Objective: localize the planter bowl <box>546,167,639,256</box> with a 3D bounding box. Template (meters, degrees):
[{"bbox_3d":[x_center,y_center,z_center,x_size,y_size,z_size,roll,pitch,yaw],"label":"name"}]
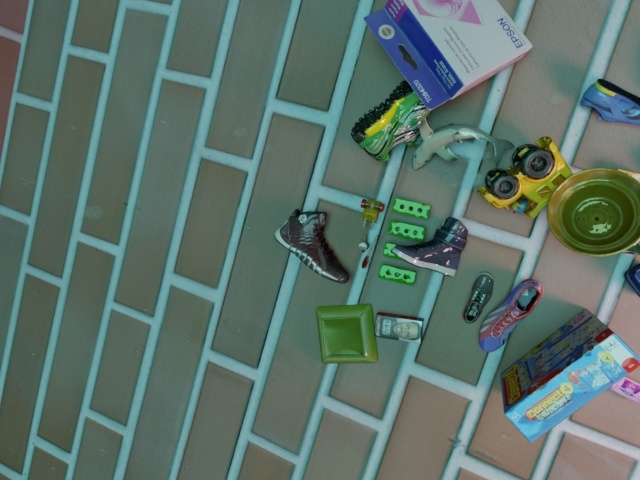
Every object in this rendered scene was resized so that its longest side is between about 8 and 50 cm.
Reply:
[{"bbox_3d":[0.679,-0.061,1.169,0.217,0.090,0.216,-6,77,29],"label":"planter bowl"}]

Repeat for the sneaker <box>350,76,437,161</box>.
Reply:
[{"bbox_3d":[0.257,-0.368,1.374,0.344,0.134,0.146,-38,118,10],"label":"sneaker"}]

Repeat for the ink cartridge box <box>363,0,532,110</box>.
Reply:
[{"bbox_3d":[0.339,-0.558,1.271,0.330,0.071,0.324,-32,83,-13],"label":"ink cartridge box"}]

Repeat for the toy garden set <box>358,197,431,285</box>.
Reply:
[{"bbox_3d":[0.208,-0.007,1.436,0.204,0.049,0.244,13,98,15],"label":"toy garden set"}]

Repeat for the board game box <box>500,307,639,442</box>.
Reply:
[{"bbox_3d":[0.599,0.322,1.187,0.302,0.308,0.086,-44,79,15],"label":"board game box"}]

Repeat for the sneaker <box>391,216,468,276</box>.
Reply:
[{"bbox_3d":[0.313,0.000,1.336,0.227,0.086,0.163,15,102,-28],"label":"sneaker"}]

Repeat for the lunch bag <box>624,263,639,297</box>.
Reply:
[{"bbox_3d":[0.841,0.107,1.221,0.067,0.065,0.098,-33,82,2],"label":"lunch bag"}]

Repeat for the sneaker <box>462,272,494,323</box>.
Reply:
[{"bbox_3d":[0.451,0.169,1.353,0.061,0.065,0.157,19,99,16],"label":"sneaker"}]

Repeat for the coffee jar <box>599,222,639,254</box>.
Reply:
[{"bbox_3d":[0.804,-0.003,1.209,0.185,0.096,0.078,6,87,17],"label":"coffee jar"}]

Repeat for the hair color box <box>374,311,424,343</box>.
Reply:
[{"bbox_3d":[0.237,0.264,1.442,0.141,0.043,0.071,5,94,17],"label":"hair color box"}]

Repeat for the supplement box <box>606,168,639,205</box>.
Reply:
[{"bbox_3d":[0.786,-0.131,1.239,0.062,0.036,0.098,18,99,17],"label":"supplement box"}]

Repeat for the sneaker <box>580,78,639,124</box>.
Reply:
[{"bbox_3d":[0.777,-0.333,1.224,0.210,0.069,0.082,30,135,6],"label":"sneaker"}]

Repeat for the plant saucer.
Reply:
[{"bbox_3d":[0.076,0.300,1.497,0.189,0.045,0.188,-6,91,18],"label":"plant saucer"}]

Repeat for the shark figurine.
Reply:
[{"bbox_3d":[0.386,-0.295,1.333,0.279,0.116,0.166,-1,125,28],"label":"shark figurine"}]

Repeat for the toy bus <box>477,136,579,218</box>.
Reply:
[{"bbox_3d":[0.566,-0.134,1.270,0.220,0.149,0.211,-40,97,19],"label":"toy bus"}]

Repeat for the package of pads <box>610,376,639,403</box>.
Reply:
[{"bbox_3d":[0.813,0.389,1.264,0.083,0.032,0.050,27,103,15],"label":"package of pads"}]

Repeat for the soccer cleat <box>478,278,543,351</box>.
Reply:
[{"bbox_3d":[0.522,0.211,1.317,0.083,0.095,0.248,38,103,13],"label":"soccer cleat"}]

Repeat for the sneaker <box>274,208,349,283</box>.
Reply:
[{"bbox_3d":[0.000,0.000,1.476,0.281,0.106,0.162,36,100,14],"label":"sneaker"}]
